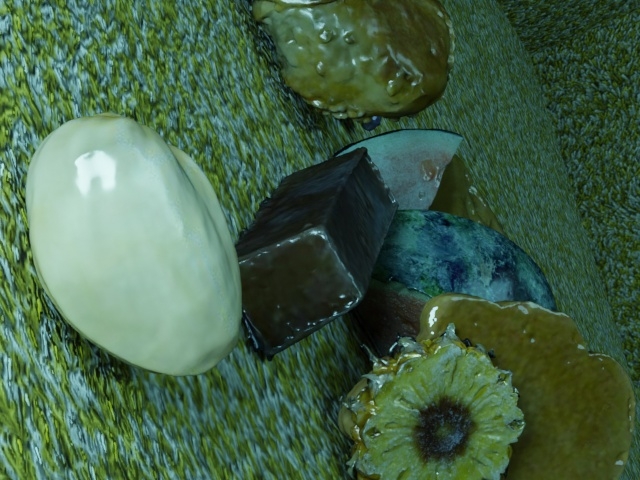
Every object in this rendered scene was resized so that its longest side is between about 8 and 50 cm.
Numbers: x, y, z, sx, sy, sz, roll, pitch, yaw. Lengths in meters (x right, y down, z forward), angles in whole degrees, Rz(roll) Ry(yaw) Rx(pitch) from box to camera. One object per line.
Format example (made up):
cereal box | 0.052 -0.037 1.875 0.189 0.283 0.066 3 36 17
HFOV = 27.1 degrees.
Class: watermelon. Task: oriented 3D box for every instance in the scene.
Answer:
watermelon | 0.080 -0.055 1.725 0.202 0.136 0.207 -61 169 -21
watermelon | 0.137 0.103 1.520 0.318 0.226 0.148 25 34 -15

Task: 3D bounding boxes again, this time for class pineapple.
pineapple | 0.113 0.183 1.322 0.047 0.221 0.221 10 -49 63

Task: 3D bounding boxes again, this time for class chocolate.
chocolate | 0.000 0.000 1.317 0.112 0.112 0.321 61 19 -11

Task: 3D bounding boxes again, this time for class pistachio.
pistachio | -0.136 0.007 0.930 0.145 0.117 0.200 -33 113 -33

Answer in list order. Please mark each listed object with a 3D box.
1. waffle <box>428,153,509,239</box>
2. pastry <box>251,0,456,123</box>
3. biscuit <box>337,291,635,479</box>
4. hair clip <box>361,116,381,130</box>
waffle | 0.238 0.058 1.989 0.304 0.077 0.348 57 21 -26
pastry | 0.023 -0.274 1.616 0.311 0.162 0.255 56 40 -4
biscuit | 0.181 0.194 1.413 0.376 0.051 0.269 10 89 -29
hair clip | 0.018 -0.226 1.755 0.195 0.052 0.124 47 32 -32
